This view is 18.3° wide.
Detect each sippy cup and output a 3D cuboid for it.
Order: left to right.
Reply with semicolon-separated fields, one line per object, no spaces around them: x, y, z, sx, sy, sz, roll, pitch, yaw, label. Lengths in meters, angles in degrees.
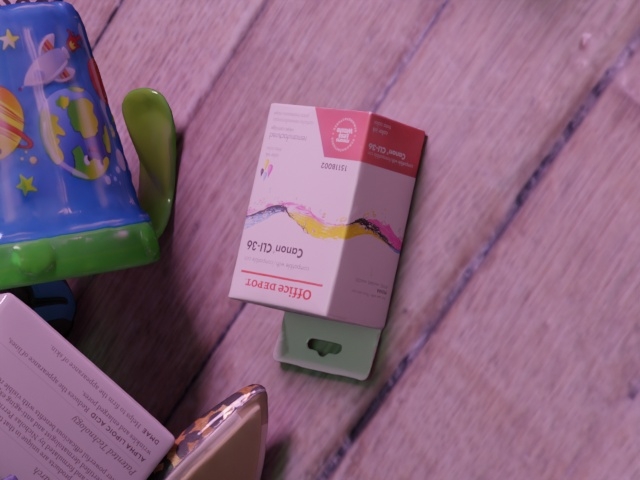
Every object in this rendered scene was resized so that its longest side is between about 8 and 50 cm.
-0.261;-0.074;1.609;0.240;0.305;0.224;-9;92;10;sippy cup

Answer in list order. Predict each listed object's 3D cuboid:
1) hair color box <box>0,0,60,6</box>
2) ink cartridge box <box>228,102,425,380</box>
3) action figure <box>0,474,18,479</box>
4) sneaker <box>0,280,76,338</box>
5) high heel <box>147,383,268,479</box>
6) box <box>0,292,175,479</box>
-0.348;-0.165;1.851;0.105;0.174;0.347;1;80;44;hair color box
0.000;0.000;1.525;0.115;0.067;0.198;8;85;46;ink cartridge box
-0.167;0.327;1.497;0.330;0.178;0.341;-22;92;30;action figure
-0.359;0.111;1.839;0.341;0.140;0.125;-16;42;23;sneaker
-0.143;0.184;1.614;0.261;0.093;0.186;-57;38;15;high heel
-0.240;0.142;1.554;0.119;0.182;0.181;-52;18;-18;box
